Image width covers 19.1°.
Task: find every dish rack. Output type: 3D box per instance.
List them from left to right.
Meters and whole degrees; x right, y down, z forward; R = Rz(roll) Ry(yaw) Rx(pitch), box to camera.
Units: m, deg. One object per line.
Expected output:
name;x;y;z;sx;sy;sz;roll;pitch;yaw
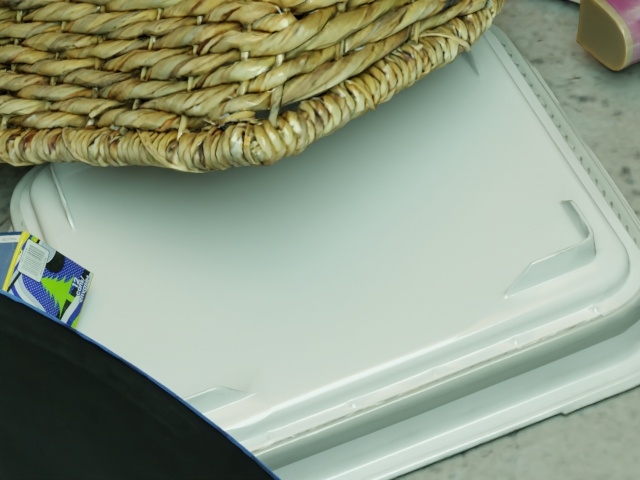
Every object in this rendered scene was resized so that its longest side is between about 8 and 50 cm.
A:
dish rack;0.000;0.000;1.021;0.333;0.072;0.285;-21;49;-6

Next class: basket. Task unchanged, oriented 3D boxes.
basket;-0.043;-0.134;1.051;0.299;0.213;0.223;2;85;46

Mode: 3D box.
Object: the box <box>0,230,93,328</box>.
box;-0.174;0.081;0.951;0.059;0.054;0.169;-3;62;39

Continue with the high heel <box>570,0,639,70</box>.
high heel;0.170;-0.193;1.156;0.117;0.082;0.244;-19;42;-19

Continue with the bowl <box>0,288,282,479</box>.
bowl;-0.112;0.126;0.724;0.391;0.391;0.077;44;105;37
